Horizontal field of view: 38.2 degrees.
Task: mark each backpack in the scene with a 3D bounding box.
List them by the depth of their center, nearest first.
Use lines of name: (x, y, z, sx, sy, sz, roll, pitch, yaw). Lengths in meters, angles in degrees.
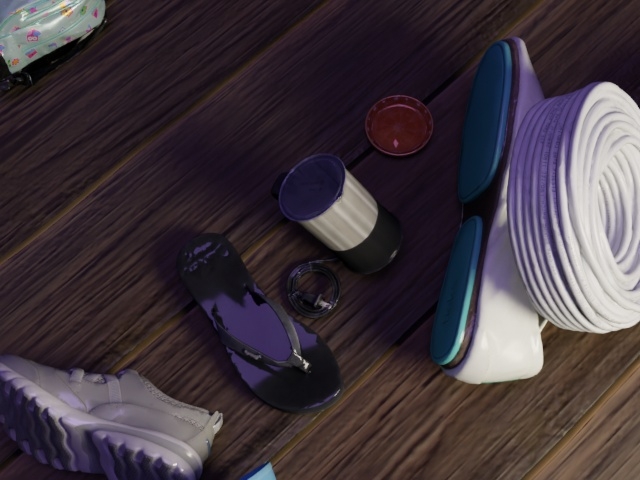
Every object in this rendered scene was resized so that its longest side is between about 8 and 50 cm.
backpack: (-0.362, -0.294, 1.170, 0.182, 0.115, 0.152, -29, 68, -11)

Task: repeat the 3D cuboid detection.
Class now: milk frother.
milk frother: (0.000, 0.000, 1.025, 0.129, 0.135, 0.143, -2, 62, 36)

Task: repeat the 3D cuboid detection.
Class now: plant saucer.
plant saucer: (0.097, -0.140, 1.138, 0.083, 0.013, 0.083, -1, 68, 2)

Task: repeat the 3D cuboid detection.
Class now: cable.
cable: (0.283, -0.032, 0.964, 0.089, 0.257, 0.257, -3, 86, 40)

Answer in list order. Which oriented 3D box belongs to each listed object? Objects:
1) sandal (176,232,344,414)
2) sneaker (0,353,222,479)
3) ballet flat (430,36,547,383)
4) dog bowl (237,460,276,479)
sandal: (-0.078, 0.094, 1.036, 0.097, 0.054, 0.254, -41, 72, -12)
sneaker: (-0.238, 0.188, 1.005, 0.281, 0.105, 0.115, 21, 38, 15)
ballet flat: (0.217, -0.030, 1.043, 0.139, 0.139, 0.400, 9, 74, 7)
dog bowl: (-0.154, 0.331, 0.900, 0.297, 0.166, 0.074, -33, 83, -10)
